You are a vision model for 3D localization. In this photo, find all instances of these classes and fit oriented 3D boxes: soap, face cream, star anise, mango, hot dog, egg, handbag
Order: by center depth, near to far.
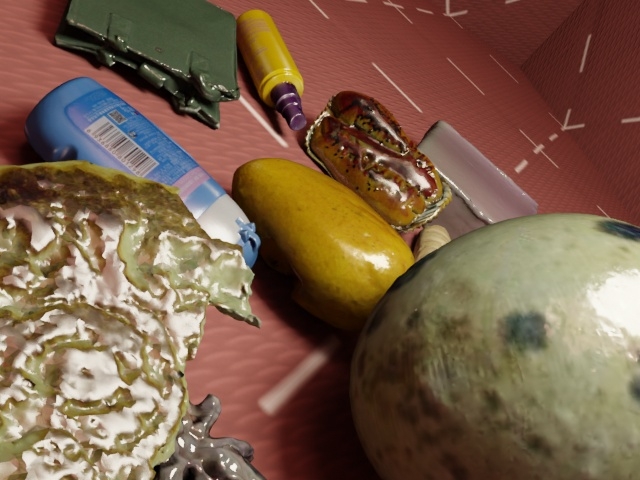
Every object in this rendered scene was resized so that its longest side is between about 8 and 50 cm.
[{"bbox_3d":[-0.112,0.168,0.520,0.204,0.061,0.180,52,30,15],"label":"star anise"},{"bbox_3d":[0.228,0.141,0.693,0.427,0.345,0.345,7,42,-25],"label":"egg"},{"bbox_3d":[-0.174,-0.056,0.722,0.264,0.083,0.149,41,29,-4],"label":"face cream"},{"bbox_3d":[0.000,0.000,0.824,0.262,0.130,0.167,46,33,19],"label":"mango"},{"bbox_3d":[-0.237,-0.300,0.981,0.247,0.079,0.260,24,36,-29],"label":"handbag"},{"bbox_3d":[0.093,-0.130,1.119,0.162,0.082,0.270,-40,81,-24],"label":"hot dog"},{"bbox_3d":[-0.079,-0.284,1.156,0.078,0.078,0.273,16,38,-40],"label":"face cream"},{"bbox_3d":[0.279,-0.086,1.311,0.285,0.107,0.296,44,28,1],"label":"soap"}]

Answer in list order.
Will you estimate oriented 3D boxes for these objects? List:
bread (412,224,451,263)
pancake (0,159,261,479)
[{"bbox_3d":[0.183,0.031,1.090,0.073,0.053,0.214,43,28,-9],"label":"bread"},{"bbox_3d":[-0.206,0.076,0.454,0.304,0.067,0.427,36,38,-14],"label":"pancake"}]
